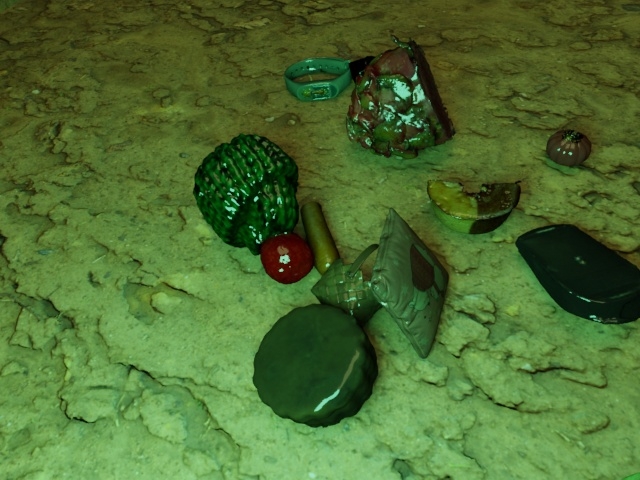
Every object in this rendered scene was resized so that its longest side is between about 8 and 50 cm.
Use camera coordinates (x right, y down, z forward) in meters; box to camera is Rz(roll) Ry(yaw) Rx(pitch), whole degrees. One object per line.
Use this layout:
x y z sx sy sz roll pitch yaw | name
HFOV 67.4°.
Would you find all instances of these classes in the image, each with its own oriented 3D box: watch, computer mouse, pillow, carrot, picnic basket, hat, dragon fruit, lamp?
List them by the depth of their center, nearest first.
0.182 0.083 0.969 0.084 0.236 0.223 -15 35 39 | pillow
0.542 0.073 1.008 0.168 0.087 0.295 -13 37 -8 | computer mouse
0.085 0.087 1.018 0.137 0.128 0.178 34 71 28 | picnic basket
-0.117 -0.055 1.092 0.242 0.274 0.332 -36 72 -9 | hat
0.000 0.000 1.146 0.067 0.067 0.225 -13 48 -4 | carrot
0.646 -0.241 1.250 0.107 0.092 0.108 -3 50 4 | lamp
0.189 -0.370 1.322 0.262 0.314 0.296 -20 15 26 | dragon fruit
-0.003 -0.545 1.611 0.236 0.068 0.195 -5 47 8 | watch

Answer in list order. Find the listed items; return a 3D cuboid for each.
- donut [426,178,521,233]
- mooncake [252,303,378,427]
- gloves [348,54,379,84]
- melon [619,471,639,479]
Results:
0.360 -0.077 1.154 0.217 0.085 0.141 8 52 15 | donut
-0.006 0.234 0.896 0.228 0.124 0.228 -16 49 19 | mooncake
0.211 -0.536 1.549 0.203 0.124 0.165 -20 71 -2 | gloves
0.511 0.448 0.617 0.343 0.226 0.331 -21 37 -28 | melon
